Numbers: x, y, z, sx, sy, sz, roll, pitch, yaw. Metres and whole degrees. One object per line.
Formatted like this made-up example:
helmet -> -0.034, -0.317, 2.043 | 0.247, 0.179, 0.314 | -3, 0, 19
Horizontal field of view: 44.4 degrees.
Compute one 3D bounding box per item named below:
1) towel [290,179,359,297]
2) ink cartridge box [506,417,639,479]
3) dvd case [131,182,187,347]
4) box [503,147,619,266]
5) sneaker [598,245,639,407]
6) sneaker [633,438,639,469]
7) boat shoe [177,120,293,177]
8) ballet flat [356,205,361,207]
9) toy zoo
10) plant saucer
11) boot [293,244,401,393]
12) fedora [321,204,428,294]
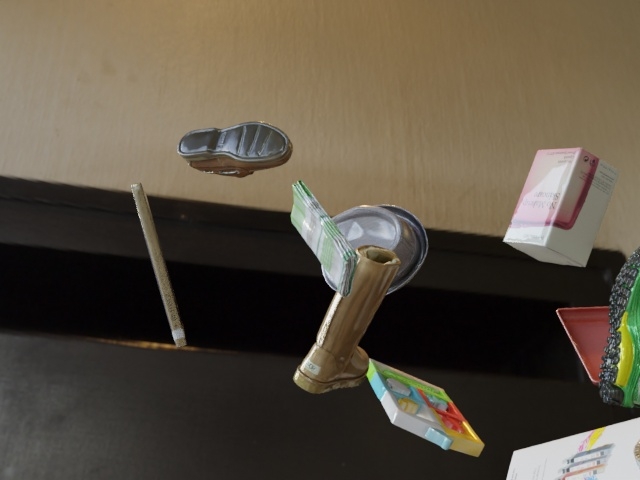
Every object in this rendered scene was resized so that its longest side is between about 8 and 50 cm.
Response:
towel -> 0.000, 0.000, 1.121 | 0.023, 0.152, 0.113 | -26, -27, -21
ink cartridge box -> 0.290, 0.274, 0.782 | 0.176, 0.127, 0.128 | -25, -80, 30
dvd case -> -0.225, 0.035, 1.098 | 0.018, 0.221, 0.164 | -16, 1, -11
box -> 0.531, -0.074, 1.734 | 0.127, 0.232, 0.148 | 25, -7, -24
sneaker -> 0.643, 0.160, 1.529 | 0.146, 0.344, 0.134 | 12, -9, 5
sneaker -> 0.297, 0.167, 0.622 | 0.118, 0.067, 0.042 | -28, 19, -23
boat shoe -> -0.186, -0.208, 1.851 | 0.307, 0.111, 0.104 | 7, -27, 31
ballet flat -> 0.085, -0.003, 2.132 | 0.067, 0.206, 0.073 | 27, -18, -10
toy zoo -> 0.203, 0.334, 1.546 | 0.192, 0.030, 0.293 | 24, 9, -16
plant saucer -> 0.737, 0.262, 1.920 | 0.258, 0.259, 0.048 | -2, -53, -6
boot -> 0.075, 0.139, 1.421 | 0.089, 0.269, 0.236 | 31, 16, 19
fedora -> 0.102, 0.003, 1.798 | 0.275, 0.244, 0.124 | 14, -20, 33
